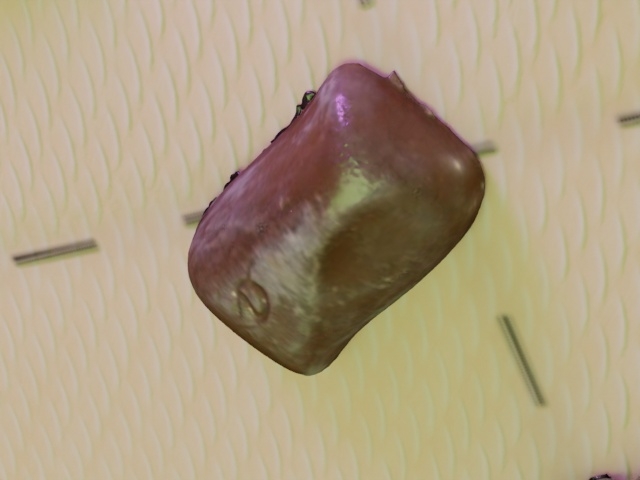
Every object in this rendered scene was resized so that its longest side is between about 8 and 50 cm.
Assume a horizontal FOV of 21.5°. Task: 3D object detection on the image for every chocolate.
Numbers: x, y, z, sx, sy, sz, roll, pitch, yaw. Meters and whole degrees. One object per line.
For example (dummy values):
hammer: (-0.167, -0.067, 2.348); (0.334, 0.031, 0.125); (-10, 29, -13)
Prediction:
chocolate: (-0.001, 0.001, 1.232); (0.161, 0.083, 0.261); (37, 127, -5)

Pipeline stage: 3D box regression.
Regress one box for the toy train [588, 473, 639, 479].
toy train: (0.212, 0.238, 1.266); (0.194, 0.125, 0.081); (-23, 106, 32)
